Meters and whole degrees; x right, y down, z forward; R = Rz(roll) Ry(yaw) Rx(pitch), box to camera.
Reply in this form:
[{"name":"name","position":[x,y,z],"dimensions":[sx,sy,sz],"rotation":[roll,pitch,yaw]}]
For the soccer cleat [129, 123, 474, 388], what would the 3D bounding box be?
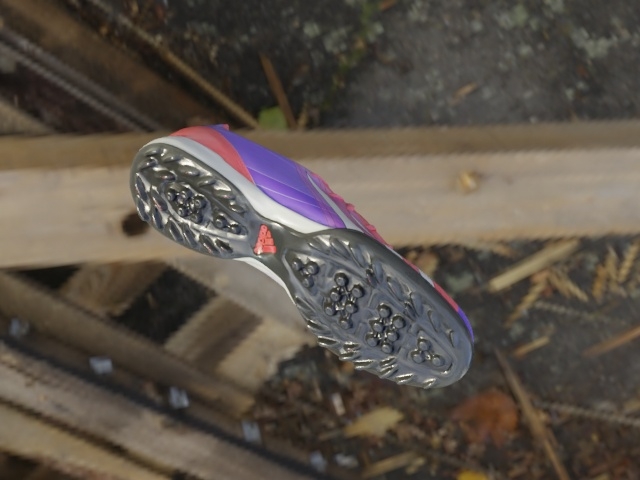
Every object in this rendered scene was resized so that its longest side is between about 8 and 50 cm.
[{"name":"soccer cleat","position":[0.000,0.000,1.254],"dimensions":[0.116,0.318,0.108],"rotation":[-35,150,-50]}]
